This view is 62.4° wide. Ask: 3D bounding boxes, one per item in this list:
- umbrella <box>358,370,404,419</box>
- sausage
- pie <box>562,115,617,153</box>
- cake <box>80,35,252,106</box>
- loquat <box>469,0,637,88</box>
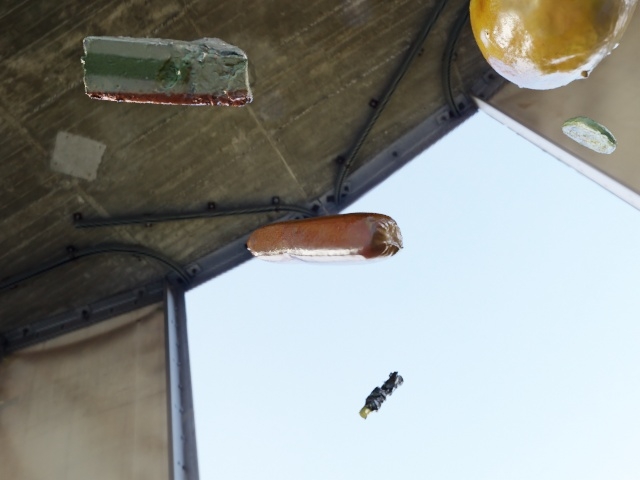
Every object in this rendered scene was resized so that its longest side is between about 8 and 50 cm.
[{"bbox_3d":[0.123,0.312,1.071,0.144,0.037,0.040,-29,-62,-49],"label":"umbrella"},{"bbox_3d":[0.000,0.000,0.869,0.089,0.300,0.083,2,-93,-51],"label":"sausage"},{"bbox_3d":[0.395,-0.156,0.777,0.084,0.084,0.021,33,-87,-32],"label":"pie"},{"bbox_3d":[-0.209,-0.245,0.754,0.221,0.116,0.086,0,-67,-8],"label":"cake"},{"bbox_3d":[0.461,-0.473,1.062,0.329,0.328,0.328,-8,-56,-12],"label":"loquat"}]
